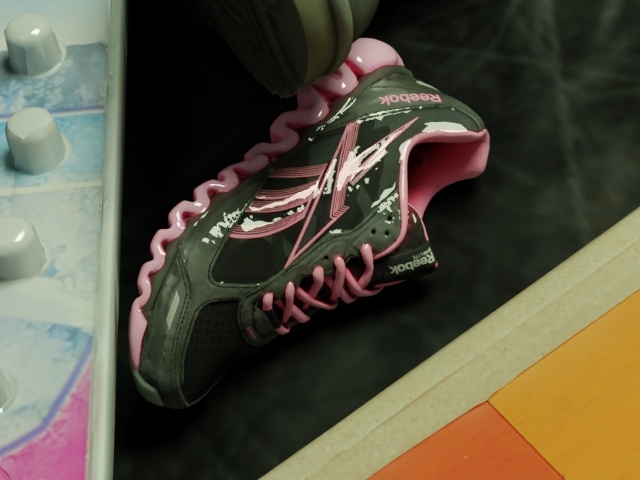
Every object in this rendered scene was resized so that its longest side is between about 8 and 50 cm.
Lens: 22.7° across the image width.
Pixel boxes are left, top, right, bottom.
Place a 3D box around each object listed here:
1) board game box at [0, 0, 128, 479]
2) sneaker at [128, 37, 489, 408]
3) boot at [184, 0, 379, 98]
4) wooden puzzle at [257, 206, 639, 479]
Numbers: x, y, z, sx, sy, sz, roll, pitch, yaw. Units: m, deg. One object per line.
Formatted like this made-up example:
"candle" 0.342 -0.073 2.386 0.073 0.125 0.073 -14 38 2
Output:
"board game box" -0.249 -0.018 0.420 0.389 0.050 0.390 -5 49 1
"sneaker" 0.000 0.000 0.413 0.057 0.047 0.119 31 69 25
"boot" 0.053 -0.126 0.447 0.208 0.076 0.190 -25 23 -5
"wooden puzzle" 0.079 0.087 0.306 0.238 0.044 0.221 -37 49 -10
